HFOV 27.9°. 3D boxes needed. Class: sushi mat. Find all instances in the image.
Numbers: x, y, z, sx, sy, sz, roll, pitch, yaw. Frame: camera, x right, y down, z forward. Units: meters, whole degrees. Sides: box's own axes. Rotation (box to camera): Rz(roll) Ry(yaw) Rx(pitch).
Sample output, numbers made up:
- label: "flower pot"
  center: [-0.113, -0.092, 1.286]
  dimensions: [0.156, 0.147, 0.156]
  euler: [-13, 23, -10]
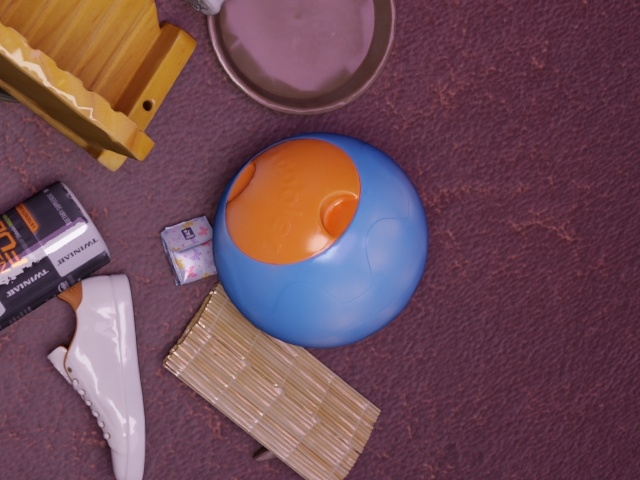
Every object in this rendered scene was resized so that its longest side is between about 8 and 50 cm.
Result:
- label: "sushi mat"
  center: [-0.064, 0.211, 1.827]
  dimensions: [0.316, 0.019, 0.151]
  euler: [40, 63, -13]

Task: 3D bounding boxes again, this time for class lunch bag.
- label: "lunch bag"
  center: [-0.179, 0.014, 1.791]
  dimensions: [0.071, 0.053, 0.083]
  euler: [-18, 89, -16]

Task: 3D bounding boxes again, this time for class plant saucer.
- label: "plant saucer"
  center: [-0.028, -0.315, 1.819]
  dimensions: [0.278, 0.041, 0.277]
  euler: [-1, 93, -16]

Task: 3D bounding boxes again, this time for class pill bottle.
- label: "pill bottle"
  center: [-0.408, 0.037, 1.684]
  dimensions: [0.246, 0.130, 0.130]
  euler: [-34, 102, -12]

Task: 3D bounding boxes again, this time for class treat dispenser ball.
- label: "treat dispenser ball"
  center: [0.000, 0.000, 1.720]
  dimensions: [0.288, 0.288, 0.288]
  euler: [-1, 94, -16]

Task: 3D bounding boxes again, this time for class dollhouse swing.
- label: "dollhouse swing"
  center: [-0.302, -0.283, 1.546]
  dimensions: [0.347, 0.305, 0.315]
  euler: [38, 67, -24]

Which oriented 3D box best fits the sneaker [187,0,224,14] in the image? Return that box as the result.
- label: "sneaker"
  center: [-0.190, -0.415, 1.735]
  dimensions: [0.232, 0.090, 0.115]
  euler: [46, 75, -4]

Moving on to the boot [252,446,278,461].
- label: "boot"
  center: [-0.028, 0.315, 1.861]
  dimensions: [0.118, 0.042, 0.087]
  euler: [-30, 104, -12]

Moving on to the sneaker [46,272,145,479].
- label: "sneaker"
  center: [-0.303, 0.195, 1.746]
  dimensions: [0.123, 0.106, 0.290]
  euler: [-7, 84, -13]

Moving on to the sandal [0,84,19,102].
- label: "sandal"
  center: [-0.473, -0.232, 1.663]
  dimensions: [0.303, 0.086, 0.120]
  euler: [-5, 89, -33]
